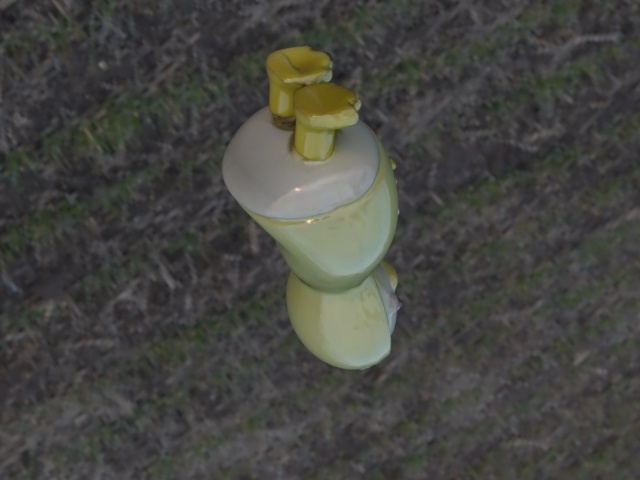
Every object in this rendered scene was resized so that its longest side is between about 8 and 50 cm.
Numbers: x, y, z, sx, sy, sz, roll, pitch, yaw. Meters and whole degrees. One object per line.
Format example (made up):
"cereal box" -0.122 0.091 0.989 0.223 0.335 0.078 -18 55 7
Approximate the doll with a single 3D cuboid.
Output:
"doll" 0.011 -0.006 1.004 0.117 0.141 0.296 -31 138 -8
